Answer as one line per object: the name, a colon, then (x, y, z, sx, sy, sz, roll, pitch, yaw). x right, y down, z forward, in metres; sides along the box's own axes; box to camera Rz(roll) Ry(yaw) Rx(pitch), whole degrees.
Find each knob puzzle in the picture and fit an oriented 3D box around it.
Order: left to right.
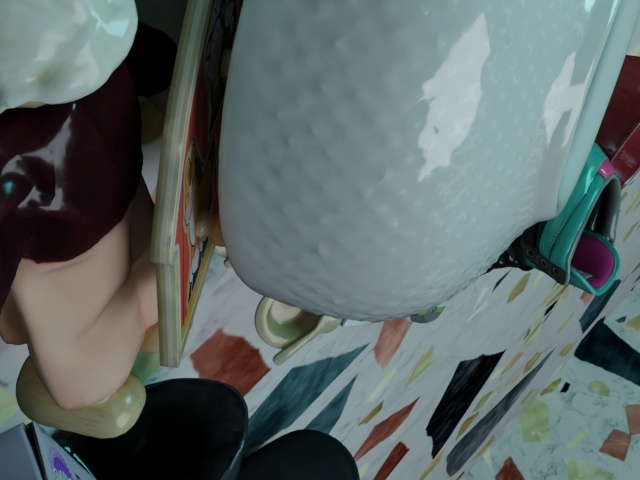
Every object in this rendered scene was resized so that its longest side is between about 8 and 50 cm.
knob puzzle: (-0.047, -0.060, 0.623, 0.213, 0.030, 0.213, 10, 90, -86)

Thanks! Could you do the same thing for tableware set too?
tableware set: (0.000, 0.000, 0.851, 0.141, 0.020, 0.169, -31, 125, -4)

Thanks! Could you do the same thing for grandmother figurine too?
grandmother figurine: (-0.123, -0.023, 0.579, 0.342, 0.104, 0.208, 94, 12, -56)

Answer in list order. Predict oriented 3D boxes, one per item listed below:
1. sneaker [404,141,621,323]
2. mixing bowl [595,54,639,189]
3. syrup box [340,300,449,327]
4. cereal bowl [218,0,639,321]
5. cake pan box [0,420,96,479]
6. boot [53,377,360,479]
sneaker: (0.196, 0.008, 1.225, 0.124, 0.178, 0.295, -29, 152, -48)
mixing bowl: (0.308, -0.131, 1.342, 0.181, 0.098, 0.181, -43, 160, -19)
syrup box: (0.054, 0.000, 1.018, 0.096, 0.093, 0.237, -55, 161, 15)
cereal bowl: (0.083, -0.108, 0.653, 0.339, 0.141, 0.339, 20, 90, -77)
cake pan box: (-0.212, 0.217, 0.686, 0.245, 0.070, 0.267, -27, 148, -4)
boot: (-0.097, 0.221, 1.053, 0.367, 0.146, 0.445, -44, 156, -24)
